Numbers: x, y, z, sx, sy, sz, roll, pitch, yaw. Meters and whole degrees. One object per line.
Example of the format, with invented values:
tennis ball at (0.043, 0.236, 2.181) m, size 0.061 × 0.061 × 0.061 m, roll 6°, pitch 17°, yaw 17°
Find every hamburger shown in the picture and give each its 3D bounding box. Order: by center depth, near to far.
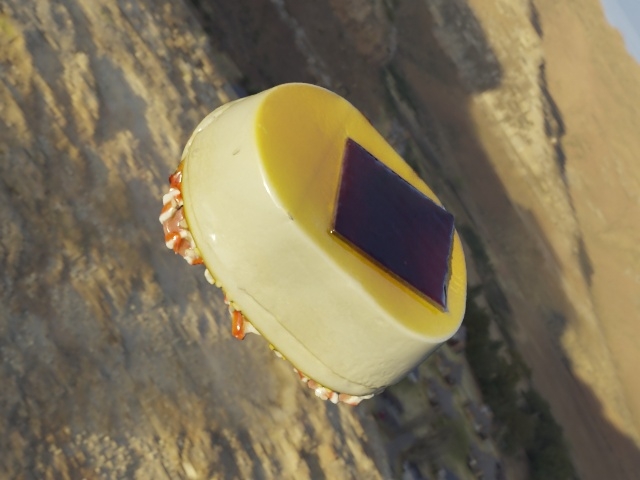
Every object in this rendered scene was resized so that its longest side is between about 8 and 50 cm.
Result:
hamburger at (0.000, 0.000, 0.888) m, size 0.295 × 0.151 × 0.227 m, roll 45°, pitch 44°, yaw -14°
